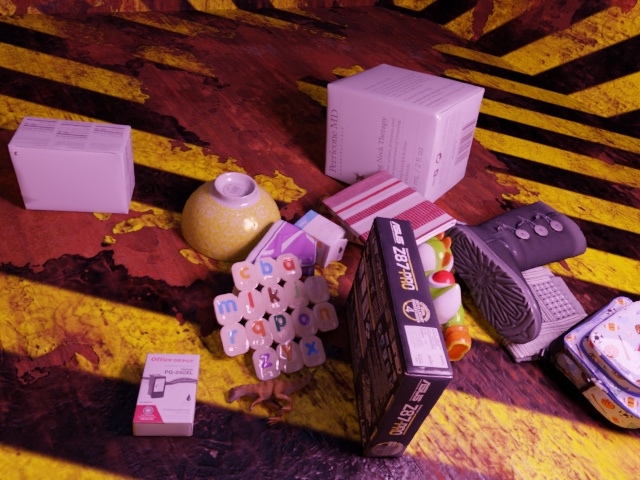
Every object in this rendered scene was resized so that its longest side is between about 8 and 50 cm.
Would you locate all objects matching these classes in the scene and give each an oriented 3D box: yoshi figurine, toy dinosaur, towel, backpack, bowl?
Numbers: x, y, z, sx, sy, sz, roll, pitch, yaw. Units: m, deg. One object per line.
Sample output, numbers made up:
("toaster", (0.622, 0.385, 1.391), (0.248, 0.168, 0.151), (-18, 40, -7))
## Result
("yoshi figurine", (0.274, 0.133, 1.251), (0.202, 0.204, 0.363), (-12, 52, 20))
("toy dinosaur", (-0.085, 0.316, 0.994), (0.211, 0.064, 0.112), (-3, 44, -19))
("towel", (0.182, -0.078, 1.331), (0.236, 0.037, 0.329), (-28, 42, -15))
("backpack", (0.721, 0.289, 1.108), (0.276, 0.213, 0.264), (-30, 70, -10))
("bowl", (-0.241, -0.095, 1.323), (0.289, 0.156, 0.290), (8, 42, -8))
("towel", (0.604, 0.185, 1.337), (0.323, 0.056, 0.312), (-3, 45, -20))

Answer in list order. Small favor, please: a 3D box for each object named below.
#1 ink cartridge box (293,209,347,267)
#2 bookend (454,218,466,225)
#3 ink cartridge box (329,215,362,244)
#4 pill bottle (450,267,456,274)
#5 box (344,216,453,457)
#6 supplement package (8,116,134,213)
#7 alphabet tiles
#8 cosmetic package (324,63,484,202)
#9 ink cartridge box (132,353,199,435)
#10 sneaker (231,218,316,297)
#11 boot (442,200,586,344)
("ink cartridge box", (0.000, 0.000, 1.336), (0.143, 0.092, 0.090), (31, 45, 18))
("bookend", (0.364, -0.003, 1.459), (0.156, 0.072, 0.157), (17, 42, 2))
("ink cartridge box", (0.139, -0.045, 1.400), (0.198, 0.067, 0.115), (16, 49, 25))
("pill bottle", (0.412, 0.050, 1.410), (0.137, 0.078, 0.078), (-20, 52, -32))
("box", (0.139, 0.195, 0.997), (0.097, 0.319, 0.395), (6, 41, -10))
("supplement package", (-0.654, -0.198, 1.278), (0.261, 0.204, 0.145), (3, 42, -13))
("alphabet tiles", (-0.100, 0.172, 1.108), (0.283, 0.021, 0.278), (-10, 72, -25))
("cosmetic package", (0.265, -0.355, 1.571), (0.393, 0.330, 0.327), (25, 42, 30))
("ink cartridge box", (-0.303, 0.304, 0.943), (0.109, 0.063, 0.151), (4, 43, -11))
("sneaker", (-0.102, 0.075, 1.201), (0.160, 0.102, 0.282), (28, 57, 7))
("boot", (0.603, 0.067, 1.345), (0.444, 0.146, 0.367), (-10, 59, -34))
